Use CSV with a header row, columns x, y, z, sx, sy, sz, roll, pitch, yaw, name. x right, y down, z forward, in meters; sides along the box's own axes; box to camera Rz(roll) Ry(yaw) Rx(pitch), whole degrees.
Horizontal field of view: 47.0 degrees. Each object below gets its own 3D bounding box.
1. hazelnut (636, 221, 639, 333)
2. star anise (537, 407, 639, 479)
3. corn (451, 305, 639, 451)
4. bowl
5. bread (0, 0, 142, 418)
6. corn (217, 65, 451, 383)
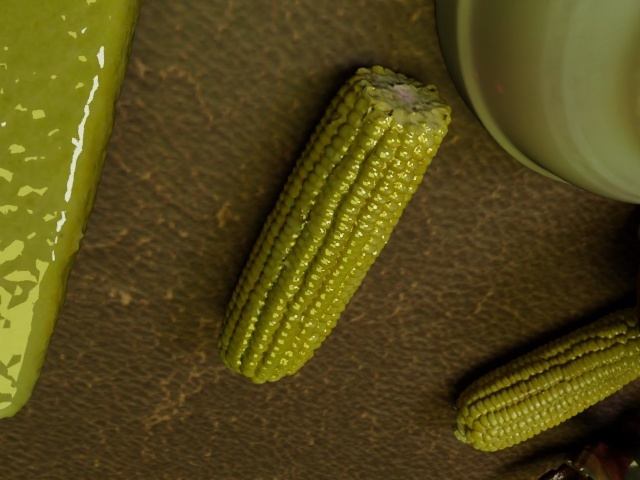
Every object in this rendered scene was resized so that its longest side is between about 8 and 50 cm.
x,y,z,sx,sy,sz,roll,pitch,yaw,name
0.345,0.034,0.526,0.261,0.241,0.261,-28,138,-28,hazelnut
0.316,0.220,0.721,0.288,0.088,0.288,-13,141,-11,star anise
0.208,0.123,0.646,0.206,0.067,0.067,-30,126,8,corn
0.222,-0.133,0.414,0.287,0.144,0.287,-6,127,-8,bowl
-0.221,-0.115,0.399,0.233,0.245,0.362,19,90,-21,bread
0.000,0.000,0.506,0.081,0.081,0.248,17,121,-22,corn
